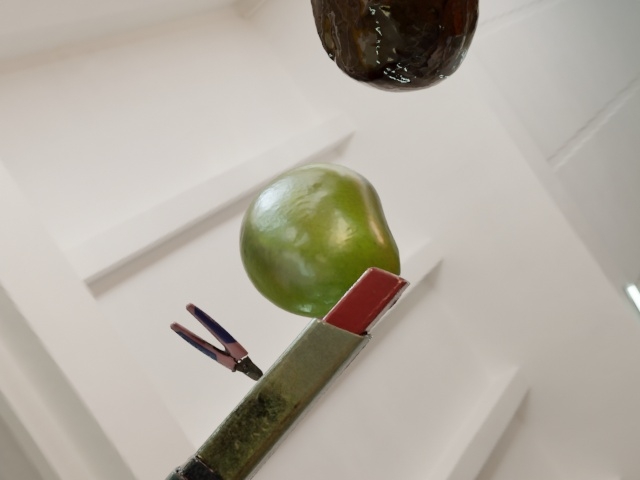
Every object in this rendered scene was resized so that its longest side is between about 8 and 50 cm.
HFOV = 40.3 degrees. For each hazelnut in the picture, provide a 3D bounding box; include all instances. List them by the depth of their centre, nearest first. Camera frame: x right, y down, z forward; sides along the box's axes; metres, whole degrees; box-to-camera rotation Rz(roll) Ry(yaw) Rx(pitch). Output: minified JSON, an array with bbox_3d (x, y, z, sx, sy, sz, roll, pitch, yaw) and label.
[{"bbox_3d":[0.104,-0.301,1.074,0.218,0.218,0.234,-38,-61,-54],"label":"hazelnut"}]

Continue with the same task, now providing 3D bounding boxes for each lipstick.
[{"bbox_3d":[-0.046,0.132,0.614,0.051,0.051,0.312,40,-102,6],"label":"lipstick"}]

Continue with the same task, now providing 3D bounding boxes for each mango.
[{"bbox_3d":[-0.008,0.002,1.046,0.273,0.185,0.149,-101,-10,-62],"label":"mango"}]

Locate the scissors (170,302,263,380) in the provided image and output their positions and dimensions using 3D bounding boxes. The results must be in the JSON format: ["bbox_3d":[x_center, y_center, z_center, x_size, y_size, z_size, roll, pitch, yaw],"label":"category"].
[{"bbox_3d":[-0.108,0.114,0.935,0.113,0.039,0.012,40,-168,-6],"label":"scissors"}]
